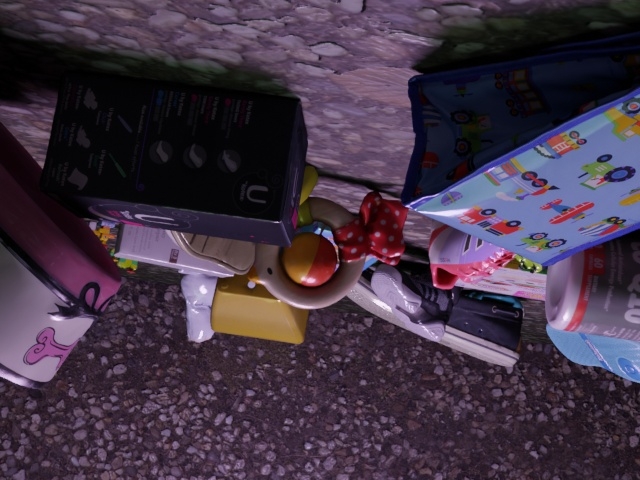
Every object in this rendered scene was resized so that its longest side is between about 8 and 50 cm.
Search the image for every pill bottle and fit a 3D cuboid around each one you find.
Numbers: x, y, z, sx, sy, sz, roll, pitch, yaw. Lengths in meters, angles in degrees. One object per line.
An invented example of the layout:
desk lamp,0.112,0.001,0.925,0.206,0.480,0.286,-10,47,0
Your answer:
pill bottle,0.505,0.077,1.393,0.283,0.161,0.161,8,171,1

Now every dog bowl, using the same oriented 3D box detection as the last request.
dog bowl,-0.390,-0.034,1.028,0.408,0.150,0.408,50,175,6

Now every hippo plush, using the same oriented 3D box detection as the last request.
hippo plush,-0.224,0.091,2.217,0.237,0.234,0.294,-7,130,-8

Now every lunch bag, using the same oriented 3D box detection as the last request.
lunch bag,0.253,-0.087,0.786,0.221,0.138,0.293,20,157,-39

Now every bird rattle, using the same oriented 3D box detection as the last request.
bird rattle,0.000,0.000,1.324,0.254,0.206,0.143,23,-177,-26

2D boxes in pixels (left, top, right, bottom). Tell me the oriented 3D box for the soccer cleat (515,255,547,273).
soccer cleat,0.333,0.010,1.399,0.060,0.072,0.179,47,-175,4

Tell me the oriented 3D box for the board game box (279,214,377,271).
board game box,0.015,0.018,1.640,0.160,0.047,0.210,14,150,-26

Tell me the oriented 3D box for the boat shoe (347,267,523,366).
boat shoe,0.250,0.137,2.061,0.500,0.156,0.187,23,172,-14

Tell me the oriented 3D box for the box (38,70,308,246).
box,-0.160,-0.088,1.047,0.271,0.143,0.165,8,171,4

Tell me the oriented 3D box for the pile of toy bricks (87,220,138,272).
pile of toy bricks,-0.450,0.024,2.134,0.212,0.105,0.118,14,169,-30

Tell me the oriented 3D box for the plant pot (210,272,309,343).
plant pot,-0.130,0.085,1.955,0.212,0.212,0.187,8,159,7

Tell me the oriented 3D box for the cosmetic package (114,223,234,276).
cosmetic package,-0.277,-0.004,1.767,0.231,0.117,0.085,11,172,-19

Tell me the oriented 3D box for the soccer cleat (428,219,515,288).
soccer cleat,0.248,0.007,1.332,0.109,0.116,0.318,11,171,-16

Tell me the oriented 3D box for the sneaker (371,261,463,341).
sneaker,0.205,0.086,1.842,0.101,0.153,0.268,20,160,41

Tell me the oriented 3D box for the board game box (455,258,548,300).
board game box,0.372,0.052,1.660,0.242,0.064,0.316,10,171,-7

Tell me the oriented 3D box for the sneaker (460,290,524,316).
sneaker,0.388,0.165,2.337,0.275,0.107,0.110,2,150,12

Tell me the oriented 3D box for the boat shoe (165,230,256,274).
boat shoe,-0.218,-0.024,1.589,0.103,0.113,0.302,22,166,28

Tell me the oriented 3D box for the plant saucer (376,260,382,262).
plant saucer,0.013,0.008,1.791,0.188,0.045,0.188,13,170,-25

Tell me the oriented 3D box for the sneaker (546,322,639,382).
sneaker,0.554,0.131,1.584,0.127,0.208,0.319,55,167,-14
